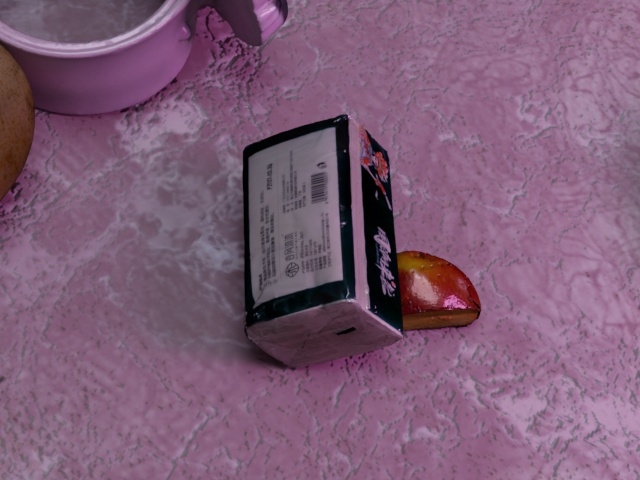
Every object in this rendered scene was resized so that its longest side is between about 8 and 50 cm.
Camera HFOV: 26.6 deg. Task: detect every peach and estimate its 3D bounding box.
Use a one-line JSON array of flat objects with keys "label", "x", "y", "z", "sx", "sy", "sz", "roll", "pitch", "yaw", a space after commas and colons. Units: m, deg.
[{"label": "peach", "x": 0.082, "y": 0.042, "z": 1.045, "sx": 0.083, "sy": 0.050, "sz": 0.077, "roll": 36, "pitch": 60, "yaw": 10}]

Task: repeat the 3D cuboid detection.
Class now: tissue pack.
[{"label": "tissue pack", "x": 0.000, "y": 0.001, "z": 1.023, "sx": 0.103, "sy": 0.090, "sz": 0.170, "roll": -17, "pitch": 53, "yaw": 22}]

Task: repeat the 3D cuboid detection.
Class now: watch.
[{"label": "watch", "x": -0.173, "y": -0.213, "z": 1.095, "sx": 0.231, "sy": 0.196, "sz": 0.244, "roll": -32, "pitch": 71, "yaw": -18}]

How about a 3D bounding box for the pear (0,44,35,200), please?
[{"label": "pear", "x": -0.298, "y": -0.090, "z": 1.020, "sx": 0.167, "sy": 0.136, "sz": 0.167, "roll": 1, "pitch": 57, "yaw": -2}]
